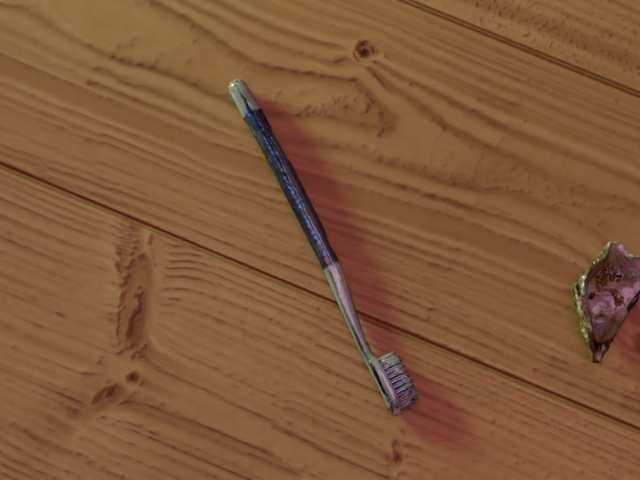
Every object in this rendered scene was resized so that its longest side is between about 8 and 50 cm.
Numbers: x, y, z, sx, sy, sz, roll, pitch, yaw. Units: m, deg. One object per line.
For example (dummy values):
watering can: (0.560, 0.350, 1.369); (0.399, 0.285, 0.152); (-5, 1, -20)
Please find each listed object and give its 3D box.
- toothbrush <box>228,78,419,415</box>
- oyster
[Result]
toothbrush: (0.000, 0.000, 1.354); (0.026, 0.024, 0.288); (-26, 78, -9)
oyster: (0.211, 0.044, 1.348); (0.051, 0.034, 0.093); (40, 66, -8)
